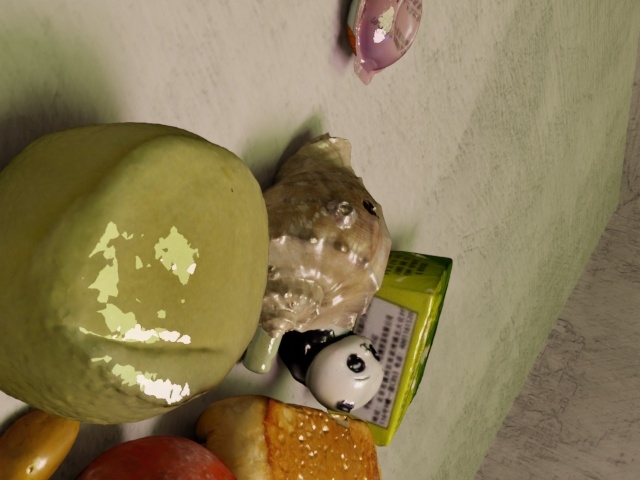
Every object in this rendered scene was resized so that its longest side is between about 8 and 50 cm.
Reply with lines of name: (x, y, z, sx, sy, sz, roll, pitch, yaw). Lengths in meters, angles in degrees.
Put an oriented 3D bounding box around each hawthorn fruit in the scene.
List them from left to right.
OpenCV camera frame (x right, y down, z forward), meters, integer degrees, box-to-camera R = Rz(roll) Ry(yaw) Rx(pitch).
hawthorn fruit: (-0.206, 0.379, 1.278, 0.284, 0.284, 0.284, -47, 149, -39)

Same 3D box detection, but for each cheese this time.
cheese: (0.109, -0.365, 1.534, 0.285, 0.074, 0.189, -70, 157, -4)

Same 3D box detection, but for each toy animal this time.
toy animal: (0.026, 0.194, 1.740, 0.166, 0.179, 0.138, -12, 135, -54)

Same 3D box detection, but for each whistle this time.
whistle: (-0.057, 0.080, 1.585, 0.126, 0.067, 0.257, -4, 116, -62)

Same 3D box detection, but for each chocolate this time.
chocolate: (0.130, 0.180, 1.922, 0.289, 0.137, 0.300, -39, 145, -72)

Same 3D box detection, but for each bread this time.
bread: (-0.203, 0.030, 1.039, 0.320, 0.237, 0.320, 6, 90, -66)

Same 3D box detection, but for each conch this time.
conch: (0.007, 0.003, 1.455, 0.263, 0.186, 0.324, 44, 66, -39)

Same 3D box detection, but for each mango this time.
mango: (-0.315, 0.231, 1.175, 0.114, 0.061, 0.080, -55, 157, -34)

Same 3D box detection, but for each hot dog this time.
hot dog: (-0.079, 0.356, 1.588, 0.405, 0.223, 0.185, 28, 47, -56)
